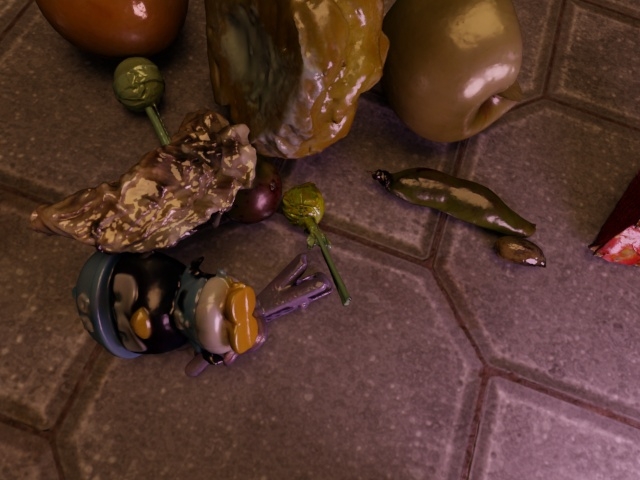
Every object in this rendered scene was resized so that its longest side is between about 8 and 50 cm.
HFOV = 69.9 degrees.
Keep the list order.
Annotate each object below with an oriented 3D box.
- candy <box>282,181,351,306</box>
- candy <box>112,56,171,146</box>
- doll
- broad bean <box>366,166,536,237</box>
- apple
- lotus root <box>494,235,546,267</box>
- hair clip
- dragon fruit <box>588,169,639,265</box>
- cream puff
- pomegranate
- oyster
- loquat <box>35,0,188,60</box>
[{"bbox_3d":[-0.002,0.002,0.753,0.077,0.073,0.262,-5,46,-21],"label":"candy"},{"bbox_3d":[-0.284,-0.184,0.838,0.093,0.092,0.335,-25,83,-20],"label":"candy"},{"bbox_3d":[-0.241,0.093,0.662,0.314,0.141,0.177,3,106,24],"label":"doll"},{"bbox_3d":[0.248,-0.081,0.855,0.339,0.061,0.077,18,76,2],"label":"broad bean"},{"bbox_3d":[0.221,-0.319,0.832,0.233,0.295,0.257,-37,75,13],"label":"apple"},{"bbox_3d":[0.367,0.021,0.834,0.099,0.054,0.049,20,90,3],"label":"lotus root"},{"bbox_3d":[-0.107,0.106,0.735,0.279,0.090,0.137,-28,66,-15],"label":"hair clip"},{"bbox_3d":[0.632,-0.052,0.832,0.126,0.161,0.274,40,69,11],"label":"dragon fruit"},{"bbox_3d":[-0.023,-0.338,0.787,0.276,0.378,0.378,-19,71,-37],"label":"cream puff"},{"bbox_3d":[-0.126,-0.088,0.795,0.130,0.130,0.130,2,70,-5],"label":"pomegranate"},{"bbox_3d":[-0.244,-0.090,0.684,0.351,0.114,0.238,-34,38,-31],"label":"oyster"},{"bbox_3d":[-0.376,-0.457,0.834,0.263,0.263,0.263,2,70,-5],"label":"loquat"}]
